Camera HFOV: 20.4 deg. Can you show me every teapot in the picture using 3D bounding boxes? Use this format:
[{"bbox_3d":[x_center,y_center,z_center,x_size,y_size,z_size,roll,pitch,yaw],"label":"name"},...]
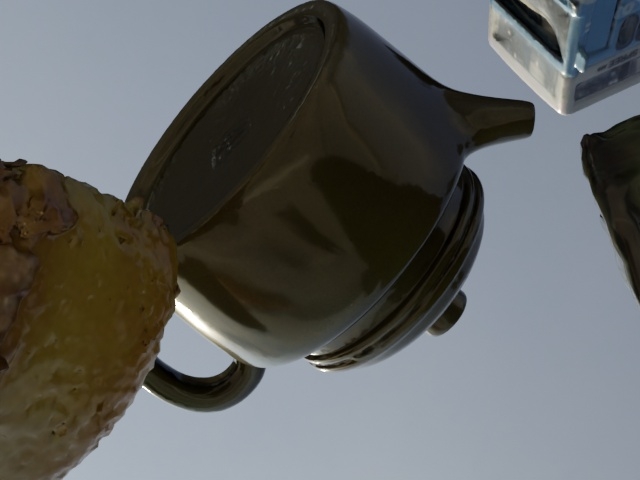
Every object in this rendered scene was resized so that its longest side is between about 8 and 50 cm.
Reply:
[{"bbox_3d":[0.000,0.000,0.965,0.268,0.175,0.185,-43,-160,19],"label":"teapot"}]

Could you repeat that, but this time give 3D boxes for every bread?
[{"bbox_3d":[-0.188,0.059,0.756,0.261,0.160,0.147,-15,-113,30],"label":"bread"}]

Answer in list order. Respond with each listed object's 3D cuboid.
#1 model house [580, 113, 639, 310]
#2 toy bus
[{"bbox_3d":[0.328,0.056,0.784,0.339,0.360,0.297,-20,-116,9],"label":"model house"},{"bbox_3d":[0.250,-0.198,1.183,0.297,0.131,0.106,-25,-125,-23],"label":"toy bus"}]
